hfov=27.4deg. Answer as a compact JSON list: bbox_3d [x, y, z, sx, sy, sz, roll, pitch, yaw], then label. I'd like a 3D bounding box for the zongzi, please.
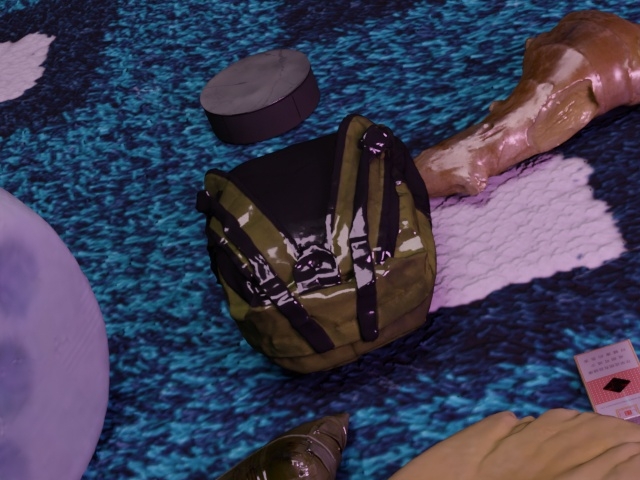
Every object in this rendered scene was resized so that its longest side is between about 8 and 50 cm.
[{"bbox_3d":[-0.051,0.189,1.012,0.154,0.062,0.130,-28,10,19],"label":"zongzi"}]

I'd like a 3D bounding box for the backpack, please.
[{"bbox_3d":[0.000,0.000,1.144,0.207,0.140,0.253,-21,35,4],"label":"backpack"}]

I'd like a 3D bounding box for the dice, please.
[{"bbox_3d":[-0.354,0.111,1.079,0.264,0.262,0.268,-1,39,28],"label":"dice"}]

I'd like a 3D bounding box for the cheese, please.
[{"bbox_3d":[0.126,0.199,0.831,0.214,0.117,0.226,8,39,42],"label":"cheese"}]

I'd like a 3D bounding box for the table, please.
[{"bbox_3d":[-0.069,-0.165,1.498,0.133,0.043,0.133,-15,35,10],"label":"table"}]

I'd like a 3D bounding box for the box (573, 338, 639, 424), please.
[{"bbox_3d":[0.222,0.109,0.981,0.046,0.012,0.083,-17,34,6],"label":"box"}]

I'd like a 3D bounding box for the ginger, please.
[{"bbox_3d":[0.199,-0.132,1.271,0.294,0.086,0.131,-33,57,-7],"label":"ginger"}]
